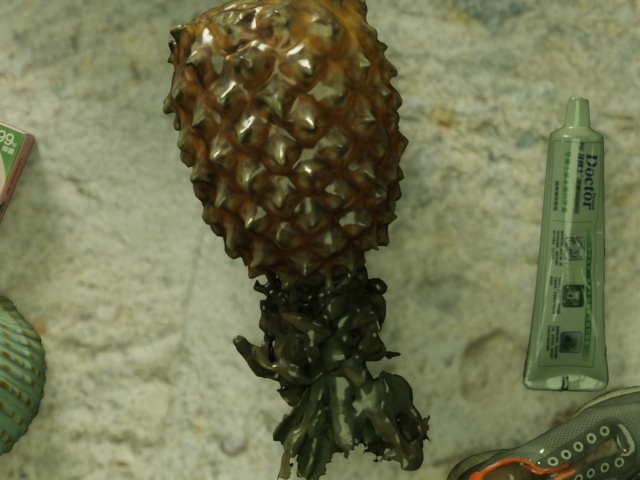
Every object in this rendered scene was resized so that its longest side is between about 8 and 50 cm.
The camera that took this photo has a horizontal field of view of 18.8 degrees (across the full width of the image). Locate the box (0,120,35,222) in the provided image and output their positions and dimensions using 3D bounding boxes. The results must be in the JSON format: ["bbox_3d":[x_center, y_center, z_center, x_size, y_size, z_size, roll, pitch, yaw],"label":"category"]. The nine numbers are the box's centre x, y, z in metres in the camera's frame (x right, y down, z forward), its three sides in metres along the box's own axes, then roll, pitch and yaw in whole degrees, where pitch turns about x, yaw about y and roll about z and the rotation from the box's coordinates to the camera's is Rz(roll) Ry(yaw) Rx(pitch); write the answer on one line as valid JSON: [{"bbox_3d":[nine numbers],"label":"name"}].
[{"bbox_3d":[-0.286,-0.061,1.432,0.125,0.043,0.089,21,91,1],"label":"box"}]

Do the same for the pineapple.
[{"bbox_3d":[0.000,0.000,1.377,0.175,0.175,0.361,-17,99,2],"label":"pineapple"}]

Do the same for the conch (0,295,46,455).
[{"bbox_3d":[-0.274,0.112,1.411,0.135,0.102,0.153,44,91,-14],"label":"conch"}]

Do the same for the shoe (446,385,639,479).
[{"bbox_3d":[0.183,0.165,1.405,0.194,0.077,0.074,-22,90,2],"label":"shoe"}]

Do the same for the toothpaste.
[{"bbox_3d":[0.185,0.003,1.425,0.064,0.041,0.218,2,95,-4],"label":"toothpaste"}]
